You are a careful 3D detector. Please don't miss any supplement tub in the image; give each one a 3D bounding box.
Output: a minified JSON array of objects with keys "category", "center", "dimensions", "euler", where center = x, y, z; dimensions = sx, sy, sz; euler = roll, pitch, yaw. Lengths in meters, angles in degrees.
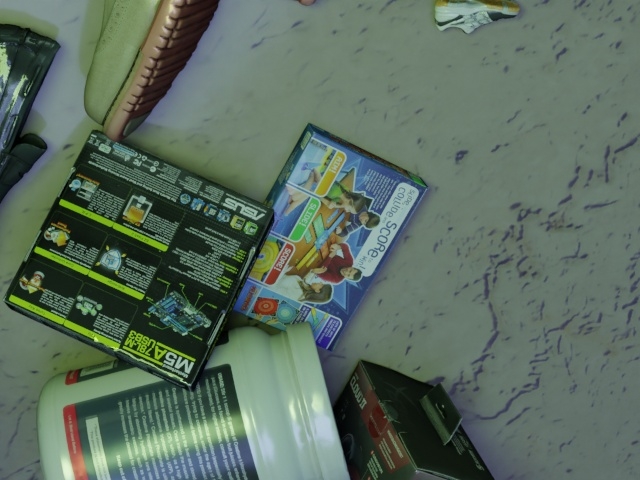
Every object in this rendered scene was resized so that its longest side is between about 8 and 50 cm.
[{"category":"supplement tub","center":[-0.121,0.192,1.281],"dimensions":[0.272,0.191,0.191],"euler":[-14,115,-1]}]

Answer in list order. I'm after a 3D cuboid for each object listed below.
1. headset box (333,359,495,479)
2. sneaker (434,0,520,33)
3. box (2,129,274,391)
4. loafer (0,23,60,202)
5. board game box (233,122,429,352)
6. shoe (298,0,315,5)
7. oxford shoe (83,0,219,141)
[{"category":"headset box","center":[0.058,0.282,1.353],"dimensions":[0.110,0.218,0.293],"euler":[21,106,-22]},{"category":"sneaker","center":[0.149,-0.217,1.270],"dimensions":[0.083,0.032,0.037],"euler":[1,126,-8]},{"category":"box","center":[-0.163,0.017,1.210],"dimensions":[0.190,0.045,0.184],"euler":[23,77,3]},{"category":"loafer","center":[-0.289,-0.084,1.200],"dimensions":[0.078,0.076,0.223],"euler":[13,106,-9]},{"category":"board game box","center":[0.000,0.000,1.322],"dimensions":[0.136,0.035,0.201],"euler":[25,105,-20]},{"category":"shoe","center":[-0.009,-0.299,1.181],"dimensions":[0.081,0.063,0.178],"euler":[17,113,-20]},{"category":"oxford shoe","center":[-0.145,-0.282,1.138],"dimensions":[0.146,0.140,0.397],"euler":[22,105,3]}]
